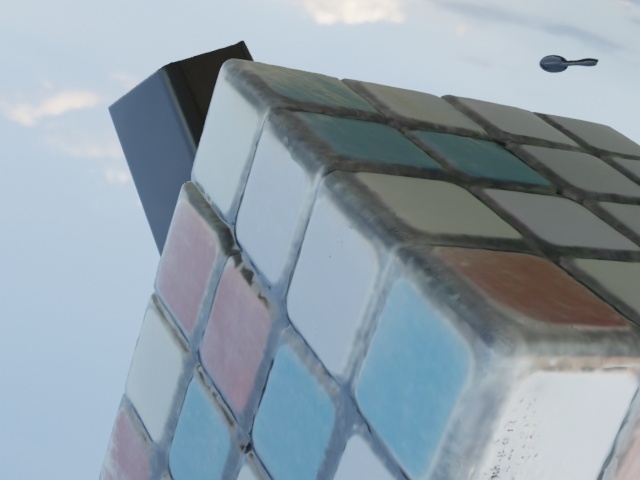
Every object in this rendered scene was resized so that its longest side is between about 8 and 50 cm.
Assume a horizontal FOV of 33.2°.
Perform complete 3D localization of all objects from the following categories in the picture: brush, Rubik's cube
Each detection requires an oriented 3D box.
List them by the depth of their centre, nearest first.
[{"bbox_3d":[0.072,0.087,0.503,0.256,0.253,0.259,4,-152,-32],"label":"Rubik's cube"},{"bbox_3d":[0.297,-0.213,1.286,0.083,0.024,0.008,6,-145,48],"label":"brush"}]

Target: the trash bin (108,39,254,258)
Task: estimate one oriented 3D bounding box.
[{"bbox_3d":[-0.091,-0.046,0.977,0.115,0.225,0.165,-26,-175,-32],"label":"trash bin"}]
